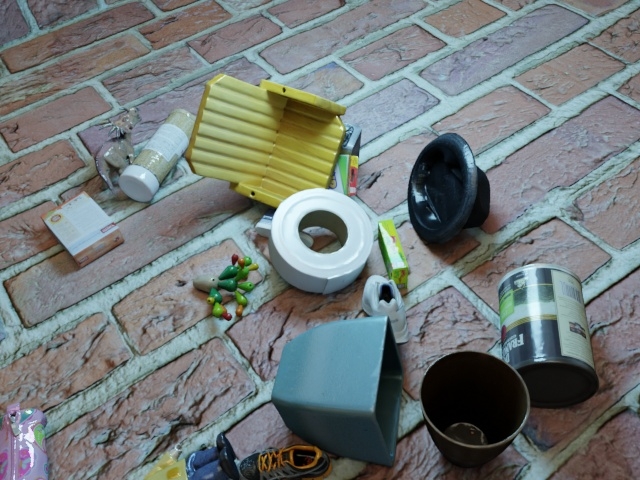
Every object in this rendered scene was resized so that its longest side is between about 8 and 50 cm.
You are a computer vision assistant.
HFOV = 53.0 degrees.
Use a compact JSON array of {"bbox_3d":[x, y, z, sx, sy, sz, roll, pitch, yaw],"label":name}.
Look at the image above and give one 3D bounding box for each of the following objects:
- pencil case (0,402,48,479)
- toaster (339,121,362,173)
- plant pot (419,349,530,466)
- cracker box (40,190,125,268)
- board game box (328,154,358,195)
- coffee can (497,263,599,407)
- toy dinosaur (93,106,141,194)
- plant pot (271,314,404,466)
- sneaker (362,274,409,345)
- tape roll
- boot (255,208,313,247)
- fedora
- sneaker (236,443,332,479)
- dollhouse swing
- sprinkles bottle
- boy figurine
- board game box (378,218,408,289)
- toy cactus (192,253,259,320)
[{"bbox_3d":[-0.670,0.511,1.429,0.124,0.124,0.284,-15,49,-7],"label":"pencil case"},{"bbox_3d":[0.035,-0.290,2.043,0.168,0.185,0.110,18,55,11],"label":"toaster"},{"bbox_3d":[0.313,0.385,1.356,0.216,0.230,0.215,-3,47,3],"label":"plant pot"},{"bbox_3d":[-0.728,-0.036,1.962,0.156,0.067,0.232,-35,53,-22],"label":"cracker box"},{"bbox_3d":[-0.012,-0.205,1.982,0.260,0.124,0.039,5,4,19],"label":"board game box"},{"bbox_3d":[0.523,0.221,1.501,0.202,0.201,0.275,3,48,9],"label":"coffee can"},{"bbox_3d":[-0.679,-0.290,2.095,0.127,0.200,0.295,3,49,9],"label":"toy dinosaur"},{"bbox_3d":[0.036,0.330,1.441,0.253,0.247,0.247,-1,48,17],"label":"plant pot"},{"bbox_3d":[0.167,0.147,1.617,0.111,0.129,0.297,-6,21,-4],"label":"sneaker"},{"bbox_3d":[0.000,0.000,1.772,0.287,0.100,0.286,5,60,-9],"label":"tape roll"},{"bbox_3d":[-0.095,-0.043,1.894,0.190,0.069,0.086,17,58,21],"label":"boot"},{"bbox_3d":[0.389,-0.140,1.840,0.153,0.334,0.333,11,42,-26],"label":"fedora"},{"bbox_3d":[-0.085,0.487,1.410,0.215,0.083,0.084,-10,50,0],"label":"sneaker"},{"bbox_3d":[-0.152,-0.282,1.855,0.315,0.305,0.346,23,99,25],"label":"dollhouse swing"},{"bbox_3d":[-0.528,-0.288,2.129,0.121,0.121,0.355,11,50,16],"label":"sprinkles bottle"},{"bbox_3d":[-0.322,0.517,1.390,0.285,0.092,0.177,-22,33,-2],"label":"boy figurine"},{"bbox_3d":[0.199,0.038,1.774,0.043,0.092,0.181,-9,48,-4],"label":"board game box"},{"bbox_3d":[-0.271,0.120,1.760,0.181,0.112,0.218,4,57,23],"label":"toy cactus"}]
